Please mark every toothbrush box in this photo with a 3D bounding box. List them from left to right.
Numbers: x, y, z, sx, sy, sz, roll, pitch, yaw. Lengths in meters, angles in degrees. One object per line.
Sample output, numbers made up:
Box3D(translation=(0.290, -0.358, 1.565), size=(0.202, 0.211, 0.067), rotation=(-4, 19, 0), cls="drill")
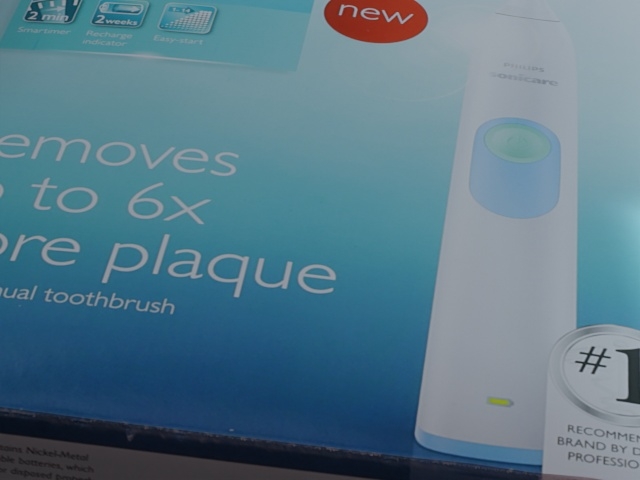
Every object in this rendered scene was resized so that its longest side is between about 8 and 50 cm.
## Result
Box3D(translation=(0.000, 0.000, 0.537), size=(0.295, 0.216, 0.126), rotation=(-76, 172, -51), cls="toothbrush box")
